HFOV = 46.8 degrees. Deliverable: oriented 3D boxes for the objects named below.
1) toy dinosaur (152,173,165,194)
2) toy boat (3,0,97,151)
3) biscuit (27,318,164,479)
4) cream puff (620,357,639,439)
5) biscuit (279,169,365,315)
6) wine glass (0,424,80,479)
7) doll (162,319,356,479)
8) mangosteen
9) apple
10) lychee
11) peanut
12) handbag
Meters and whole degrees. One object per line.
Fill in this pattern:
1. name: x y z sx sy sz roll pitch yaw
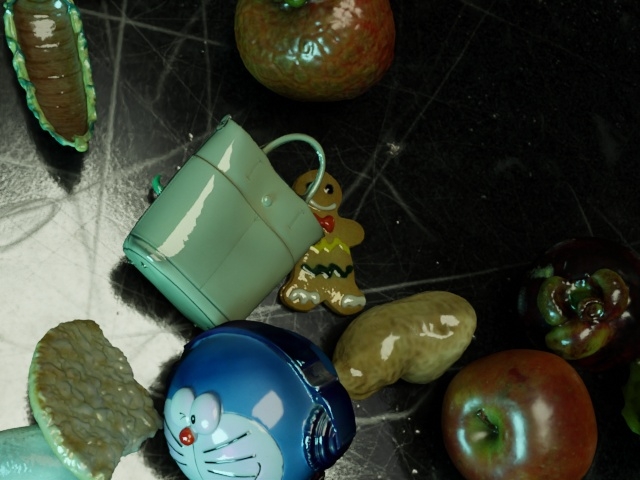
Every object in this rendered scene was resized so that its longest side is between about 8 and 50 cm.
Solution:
1. toy dinosaur: -0.189 -0.058 1.098 0.132 0.059 0.096 25 57 -23
2. toy boat: -0.375 -0.231 1.050 0.108 0.099 0.293 -11 71 -25
3. biscuit: -0.276 0.196 0.911 0.188 0.040 0.265 39 17 -33
4. cream puff: 0.592 0.248 1.219 0.185 0.282 0.282 29 62 16
5. biscuit: 0.001 0.000 1.166 0.158 0.035 0.240 2 73 -24
6. wine glass: -0.388 0.190 0.835 0.310 0.264 0.096 8 32 -20
7. doll: -0.079 0.254 0.939 0.240 0.284 0.310 -24 102 -52
8. mangosteen: 0.429 0.103 1.187 0.265 0.228 0.228 8 63 -67
9. apple: 0.303 0.274 1.111 0.230 0.230 0.230 7 71 -20
10. lychee: -0.011 -0.337 1.146 0.255 0.300 0.255 -9 61 17
11. peanut: 0.125 0.157 1.119 0.253 0.122 0.137 -12 87 -23
12. handbag: -0.113 -0.034 1.057 0.315 0.109 0.241 -52 120 -23
